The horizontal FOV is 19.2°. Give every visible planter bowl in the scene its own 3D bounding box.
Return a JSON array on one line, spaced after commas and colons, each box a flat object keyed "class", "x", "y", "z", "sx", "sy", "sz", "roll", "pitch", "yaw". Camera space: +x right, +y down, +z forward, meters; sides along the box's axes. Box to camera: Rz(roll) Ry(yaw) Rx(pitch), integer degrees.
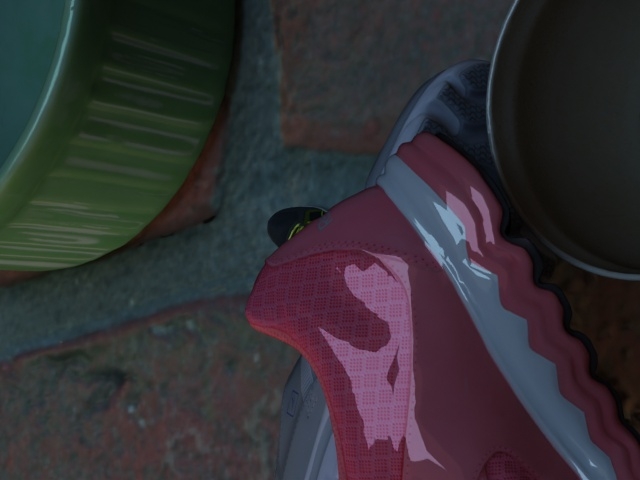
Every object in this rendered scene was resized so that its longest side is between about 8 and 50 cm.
[{"class": "planter bowl", "x": 0.169, "y": -0.057, "z": 0.817, "sx": 0.162, "sy": 0.109, "sz": 0.162, "roll": -8, "pitch": 78, "yaw": 39}]

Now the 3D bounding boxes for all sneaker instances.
[{"class": "sneaker", "x": 0.027, "y": 0.043, "z": 0.920, "sx": 0.115, "sy": 0.105, "sz": 0.281, "roll": 10, "pitch": 79, "yaw": 61}, {"class": "sneaker", "x": 0.000, "y": 0.000, "z": 0.991, "sx": 0.083, "sy": 0.035, "sz": 0.031, "roll": 21, "pitch": 96, "yaw": 39}, {"class": "sneaker", "x": 0.078, "y": 0.115, "z": 0.809, "sx": 0.136, "sy": 0.116, "sz": 0.314, "roll": -30, "pitch": 82, "yaw": 4}]

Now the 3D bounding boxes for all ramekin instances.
[{"class": "ramekin", "x": -0.192, "y": -0.123, "z": 1.093, "sx": 0.303, "sy": 0.148, "sz": 0.303, "roll": -7, "pitch": 79, "yaw": 38}]
